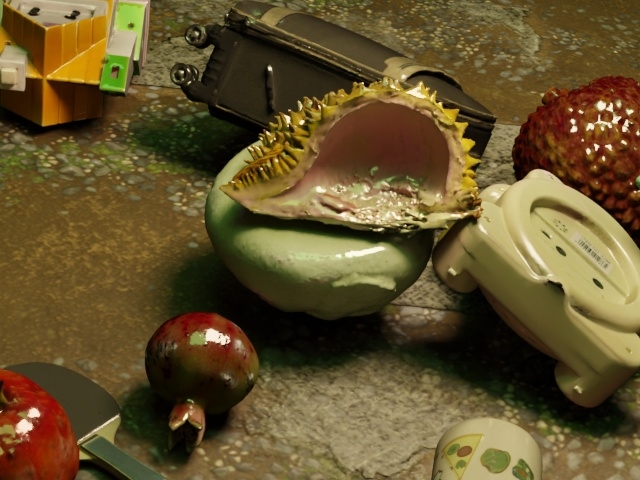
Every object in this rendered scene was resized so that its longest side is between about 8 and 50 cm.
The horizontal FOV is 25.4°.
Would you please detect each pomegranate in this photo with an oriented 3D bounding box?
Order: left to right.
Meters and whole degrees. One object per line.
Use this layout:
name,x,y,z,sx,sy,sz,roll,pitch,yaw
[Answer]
pomegranate,-0.145,0.150,1.593,0.129,0.129,0.159,23,45,21

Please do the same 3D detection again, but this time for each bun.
bun,0.000,0.000,1.791,0.293,0.187,0.293,0,42,0

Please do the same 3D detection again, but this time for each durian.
durian,0.039,-0.119,1.720,0.305,0.185,0.195,-4,21,6

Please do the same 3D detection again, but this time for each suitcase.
suitcase,0.035,-0.198,2.034,0.434,0.194,0.283,28,10,23

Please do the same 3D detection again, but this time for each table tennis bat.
table tennis bat,-0.274,0.211,1.563,0.274,0.021,0.154,27,38,29

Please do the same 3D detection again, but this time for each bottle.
bottle,0.161,0.299,1.437,0.120,0.120,0.253,12,33,5

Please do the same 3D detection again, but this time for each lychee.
lychee,0.398,-0.107,1.998,0.236,0.236,0.271,-27,78,-41

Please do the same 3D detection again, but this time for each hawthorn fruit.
hawthorn fruit,-0.328,0.204,1.400,0.179,0.200,0.179,6,40,-5

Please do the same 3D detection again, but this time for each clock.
clock,-0.390,-0.283,2.144,0.235,0.166,0.309,6,26,-4
clock,0.301,0.042,1.782,0.284,0.114,0.309,42,29,5

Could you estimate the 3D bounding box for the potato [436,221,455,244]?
potato,0.226,-0.014,1.934,0.105,0.085,0.188,-8,13,46

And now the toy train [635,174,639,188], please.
toy train,0.541,-0.040,1.855,0.266,0.202,0.145,-32,43,-23
